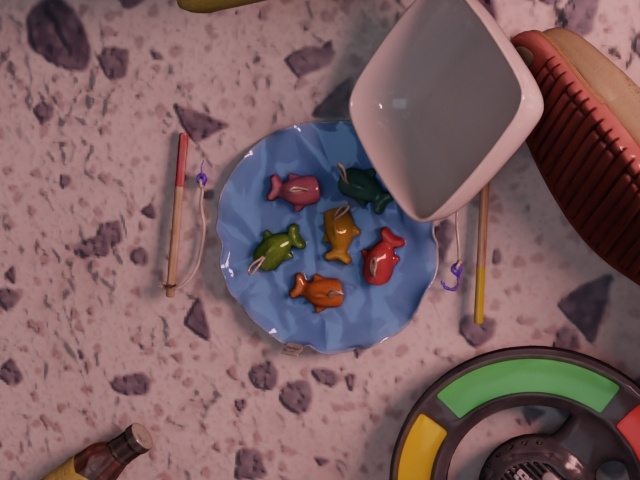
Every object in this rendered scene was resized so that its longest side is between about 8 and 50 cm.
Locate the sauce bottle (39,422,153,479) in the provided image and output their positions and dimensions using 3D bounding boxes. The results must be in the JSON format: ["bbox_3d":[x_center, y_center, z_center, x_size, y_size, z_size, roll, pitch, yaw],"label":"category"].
[{"bbox_3d":[-0.196,0.197,1.069,0.128,0.042,0.042,-37,87,18],"label":"sauce bottle"}]

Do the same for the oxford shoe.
[{"bbox_3d":[0.269,-0.027,0.898,0.130,0.123,0.348,-36,81,-16],"label":"oxford shoe"}]

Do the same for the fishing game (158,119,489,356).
[{"bbox_3d":[0.000,0.000,0.992,0.264,0.041,0.189,8,97,14],"label":"fishing game"}]

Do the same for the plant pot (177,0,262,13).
[{"bbox_3d":[-0.007,-0.276,0.858,0.254,0.276,0.276,-15,94,28],"label":"plant pot"}]

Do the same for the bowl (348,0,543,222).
[{"bbox_3d":[0.094,-0.097,0.916,0.142,0.053,0.142,-51,52,33],"label":"bowl"}]

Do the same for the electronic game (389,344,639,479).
[{"bbox_3d":[0.165,0.192,0.970,0.229,0.048,0.229,2,98,15],"label":"electronic game"}]
